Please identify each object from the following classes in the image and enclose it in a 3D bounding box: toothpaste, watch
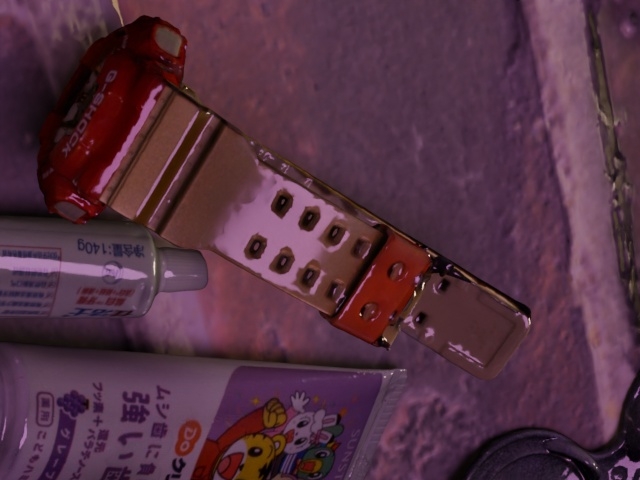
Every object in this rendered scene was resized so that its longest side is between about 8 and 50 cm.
[{"bbox_3d":[-0.182,0.013,0.870,0.268,0.047,0.069,1,128,-23],"label":"toothpaste"},{"bbox_3d":[-0.087,0.101,0.941,0.299,0.073,0.114,11,105,-36],"label":"toothpaste"},{"bbox_3d":[-0.005,-0.003,0.864,0.268,0.165,0.102,31,95,-9],"label":"watch"}]

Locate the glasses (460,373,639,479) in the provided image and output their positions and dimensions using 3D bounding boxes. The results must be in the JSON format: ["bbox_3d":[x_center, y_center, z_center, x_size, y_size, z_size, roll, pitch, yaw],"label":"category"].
[{"bbox_3d":[0.209,0.145,0.981,0.234,0.268,0.118,-25,99,-12],"label":"glasses"}]
